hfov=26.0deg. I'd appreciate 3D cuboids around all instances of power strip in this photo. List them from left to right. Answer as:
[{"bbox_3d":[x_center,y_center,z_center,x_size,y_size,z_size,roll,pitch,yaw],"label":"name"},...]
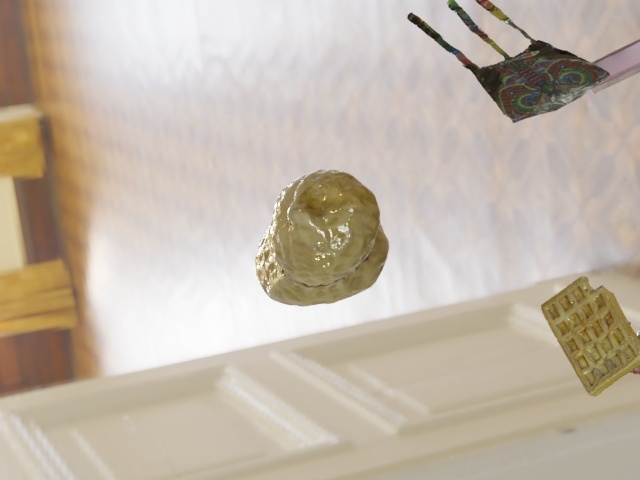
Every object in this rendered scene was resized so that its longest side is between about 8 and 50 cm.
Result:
[{"bbox_3d":[0.499,-0.284,1.992,0.037,0.279,0.109,66,-167,5],"label":"power strip"}]

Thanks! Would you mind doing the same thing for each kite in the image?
[{"bbox_3d":[0.232,-0.231,1.752,0.152,0.285,0.015,-27,49,34],"label":"kite"}]

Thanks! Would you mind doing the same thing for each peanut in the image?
[{"bbox_3d":[0.008,-0.001,1.672,0.291,0.159,0.143,119,138,-72],"label":"peanut"}]

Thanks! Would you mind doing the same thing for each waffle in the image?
[{"bbox_3d":[0.323,0.108,1.643,0.092,0.021,0.135,-40,56,25],"label":"waffle"}]

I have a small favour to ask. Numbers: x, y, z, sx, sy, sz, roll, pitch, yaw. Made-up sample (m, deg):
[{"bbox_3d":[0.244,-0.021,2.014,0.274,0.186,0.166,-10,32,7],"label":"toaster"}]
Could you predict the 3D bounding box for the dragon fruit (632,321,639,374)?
[{"bbox_3d":[0.451,0.146,1.871,0.056,0.060,0.083,34,-111,-75],"label":"dragon fruit"}]
